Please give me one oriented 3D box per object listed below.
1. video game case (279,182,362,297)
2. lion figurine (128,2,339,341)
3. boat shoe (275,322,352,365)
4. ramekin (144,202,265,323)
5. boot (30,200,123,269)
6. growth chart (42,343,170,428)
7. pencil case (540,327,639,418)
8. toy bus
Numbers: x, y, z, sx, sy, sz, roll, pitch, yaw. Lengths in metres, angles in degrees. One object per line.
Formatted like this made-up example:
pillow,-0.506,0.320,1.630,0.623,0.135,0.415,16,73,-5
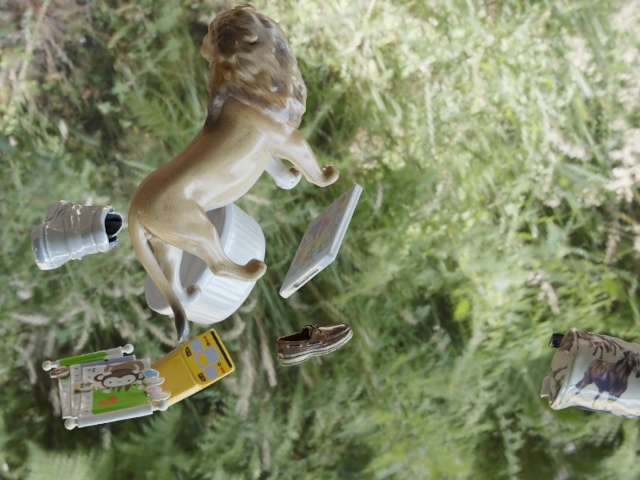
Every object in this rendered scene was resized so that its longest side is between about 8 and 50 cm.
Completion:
video game case,0.000,0.000,1.991,0.206,0.026,0.227,-40,-160,47
lion figurine,-0.131,-0.091,1.120,0.142,0.240,0.392,7,-123,48
boat shoe,-0.013,0.211,1.909,0.178,0.060,0.064,-19,-159,-19
ramekin,-0.223,0.042,1.777,0.127,0.273,0.273,30,140,-29
boot,-0.378,-0.017,1.441,0.123,0.095,0.258,-12,-163,-4
growth chart,-0.334,0.225,1.396,0.172,0.021,0.237,-13,-157,-20
pencil case,0.642,0.285,1.718,0.410,0.160,0.183,13,162,-1
toy bus,-0.313,0.302,2.037,0.130,0.108,0.332,-28,177,-37
